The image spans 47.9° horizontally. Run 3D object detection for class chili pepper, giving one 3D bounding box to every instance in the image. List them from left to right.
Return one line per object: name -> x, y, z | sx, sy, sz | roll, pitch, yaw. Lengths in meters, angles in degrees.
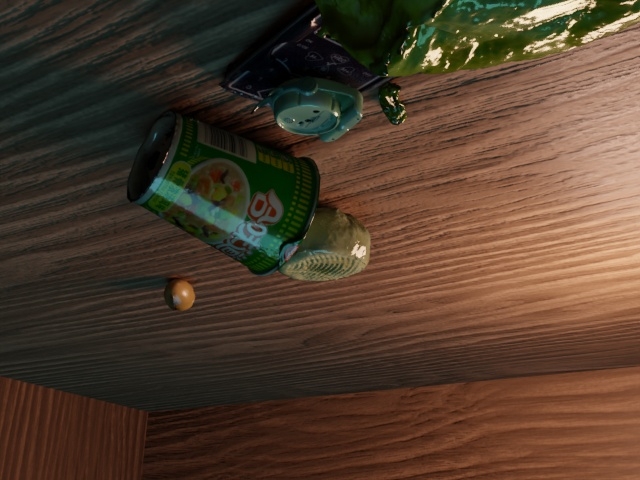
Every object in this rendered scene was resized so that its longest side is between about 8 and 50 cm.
chili pepper -> 0.099, -0.191, 0.996 | 0.030, 0.034, 0.091 | -34, 153, -3

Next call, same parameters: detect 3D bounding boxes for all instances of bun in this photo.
bun -> 0.000, 0.000, 1.327 | 0.195, 0.118, 0.195 | 0, 163, 0

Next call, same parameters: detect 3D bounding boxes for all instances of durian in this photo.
durian -> 0.145, -0.242, 0.622 | 0.339, 0.205, 0.256 | -1, -164, -10

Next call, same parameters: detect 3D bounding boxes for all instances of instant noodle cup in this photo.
instant noodle cup -> -0.149, -0.079, 1.073 | 0.232, 0.207, 0.207 | 26, 147, -30

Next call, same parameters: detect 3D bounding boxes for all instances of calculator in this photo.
calculator -> 0.003, -0.219, 0.899 | 0.165, 0.028, 0.274 | 17, 159, -32

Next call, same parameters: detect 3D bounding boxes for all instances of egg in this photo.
egg -> -0.332, 0.125, 1.691 | 0.071, 0.071, 0.083 | 1, 145, -1

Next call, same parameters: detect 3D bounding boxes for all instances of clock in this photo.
clock -> -0.020, -0.172, 0.935 | 0.135, 0.041, 0.101 | 10, 160, -24
